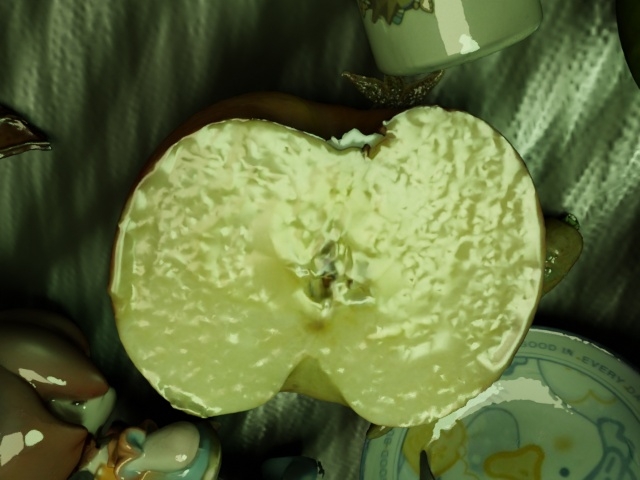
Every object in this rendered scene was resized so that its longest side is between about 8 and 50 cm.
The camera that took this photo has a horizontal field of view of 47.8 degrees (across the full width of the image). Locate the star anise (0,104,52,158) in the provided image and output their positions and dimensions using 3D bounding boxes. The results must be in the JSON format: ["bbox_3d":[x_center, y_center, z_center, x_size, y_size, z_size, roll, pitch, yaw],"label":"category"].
[{"bbox_3d":[-0.331,-0.130,0.608,0.158,0.144,0.140,-12,158,21],"label":"star anise"}]

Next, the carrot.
[{"bbox_3d":[0.125,0.077,0.602,0.049,0.049,0.254,41,98,-11],"label":"carrot"}]

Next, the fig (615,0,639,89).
[{"bbox_3d":[0.274,-0.152,0.409,0.203,0.225,0.202,2,95,21],"label":"fig"}]

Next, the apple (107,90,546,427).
[{"bbox_3d":[0.000,0.000,0.552,0.293,0.163,0.251,6,111,-9],"label":"apple"}]

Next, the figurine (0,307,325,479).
[{"bbox_3d":[-0.226,0.216,0.659,0.388,0.248,0.276,34,140,-5],"label":"figurine"}]

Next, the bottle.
[{"bbox_3d":[0.055,-0.241,0.456,0.121,0.120,0.253,-15,110,15],"label":"bottle"}]

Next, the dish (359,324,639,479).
[{"bbox_3d":[0.181,0.218,0.643,0.274,0.134,0.273,-4,75,15],"label":"dish"}]

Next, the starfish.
[{"bbox_3d":[0.062,-0.110,0.574,0.092,0.016,0.086,-28,110,17],"label":"starfish"}]
